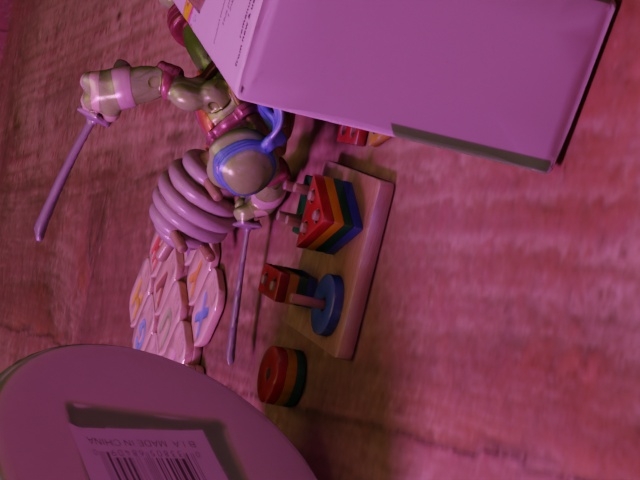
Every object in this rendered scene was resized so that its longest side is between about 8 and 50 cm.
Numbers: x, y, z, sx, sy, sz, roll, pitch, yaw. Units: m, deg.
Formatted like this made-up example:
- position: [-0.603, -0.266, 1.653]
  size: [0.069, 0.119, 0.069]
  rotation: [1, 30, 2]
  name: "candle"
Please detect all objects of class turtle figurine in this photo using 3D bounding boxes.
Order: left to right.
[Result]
- position: [-0.114, -0.097, 1.463]
  size: [0.266, 0.197, 0.275]
  rotation: [-90, 20, -48]
  name: "turtle figurine"

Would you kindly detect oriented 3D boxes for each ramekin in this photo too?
- position: [-0.134, 0.211, 1.208]
  size: [0.148, 0.303, 0.303]
  rotation: [-58, 27, 28]
  name: "ramekin"

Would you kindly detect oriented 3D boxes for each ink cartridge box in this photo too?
- position: [0.027, -0.158, 1.095]
  size: [0.278, 0.201, 0.117]
  rotation: [-123, 48, -64]
  name: "ink cartridge box"

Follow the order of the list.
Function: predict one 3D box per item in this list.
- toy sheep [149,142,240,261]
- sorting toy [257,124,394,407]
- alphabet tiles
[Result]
- position: [-0.112, -0.032, 1.590]
  size: [0.132, 0.091, 0.091]
  rotation: [-51, 28, 17]
  name: "toy sheep"
- position: [0.000, 0.000, 1.316]
  size: [0.132, 0.046, 0.275]
  rotation: [-152, 75, -70]
  name: "sorting toy"
- position: [-0.152, 0.102, 1.721]
  size: [0.284, 0.021, 0.278]
  rotation: [-102, 30, -48]
  name: "alphabet tiles"
